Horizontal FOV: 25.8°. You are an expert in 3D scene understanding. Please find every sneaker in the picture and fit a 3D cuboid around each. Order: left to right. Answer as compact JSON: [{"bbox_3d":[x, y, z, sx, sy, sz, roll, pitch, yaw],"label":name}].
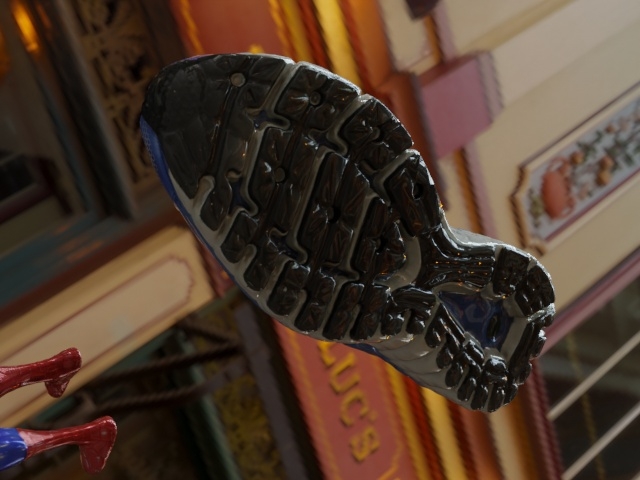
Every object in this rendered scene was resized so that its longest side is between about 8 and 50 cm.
[{"bbox_3d":[0.000,0.000,0.812,0.147,0.129,0.330,18,-16,42],"label":"sneaker"}]

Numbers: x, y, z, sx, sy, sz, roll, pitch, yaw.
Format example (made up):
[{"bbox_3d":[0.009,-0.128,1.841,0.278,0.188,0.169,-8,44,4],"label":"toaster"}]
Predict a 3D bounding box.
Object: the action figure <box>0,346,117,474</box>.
[{"bbox_3d":[-0.270,0.146,0.797,0.091,0.280,0.139,57,-47,27],"label":"action figure"}]
